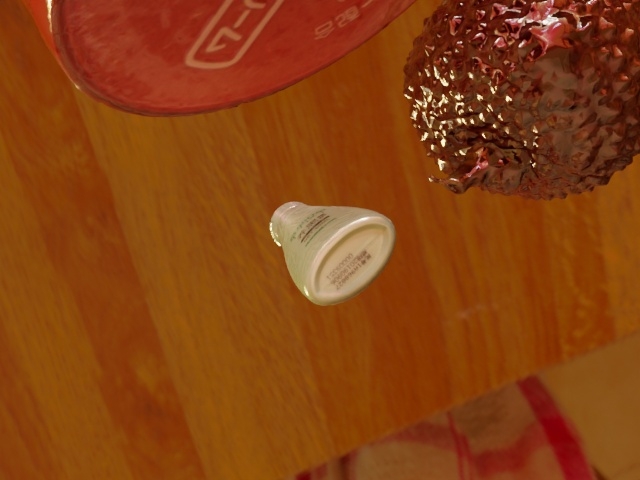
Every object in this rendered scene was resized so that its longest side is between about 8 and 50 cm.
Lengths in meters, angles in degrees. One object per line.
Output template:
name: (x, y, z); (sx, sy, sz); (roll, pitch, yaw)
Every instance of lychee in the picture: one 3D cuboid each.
lychee: (0.215, -0.156, 1.339); (0.300, 0.264, 0.264); (-53, 125, -17)

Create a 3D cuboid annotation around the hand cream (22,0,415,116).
hand cream: (-0.036, -0.149, 0.470); (0.193, 0.125, 0.193); (-28, 160, -11)

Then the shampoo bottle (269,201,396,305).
shampoo bottle: (0.000, 0.000, 0.875); (0.041, 0.190, 0.069); (42, 88, -14)
